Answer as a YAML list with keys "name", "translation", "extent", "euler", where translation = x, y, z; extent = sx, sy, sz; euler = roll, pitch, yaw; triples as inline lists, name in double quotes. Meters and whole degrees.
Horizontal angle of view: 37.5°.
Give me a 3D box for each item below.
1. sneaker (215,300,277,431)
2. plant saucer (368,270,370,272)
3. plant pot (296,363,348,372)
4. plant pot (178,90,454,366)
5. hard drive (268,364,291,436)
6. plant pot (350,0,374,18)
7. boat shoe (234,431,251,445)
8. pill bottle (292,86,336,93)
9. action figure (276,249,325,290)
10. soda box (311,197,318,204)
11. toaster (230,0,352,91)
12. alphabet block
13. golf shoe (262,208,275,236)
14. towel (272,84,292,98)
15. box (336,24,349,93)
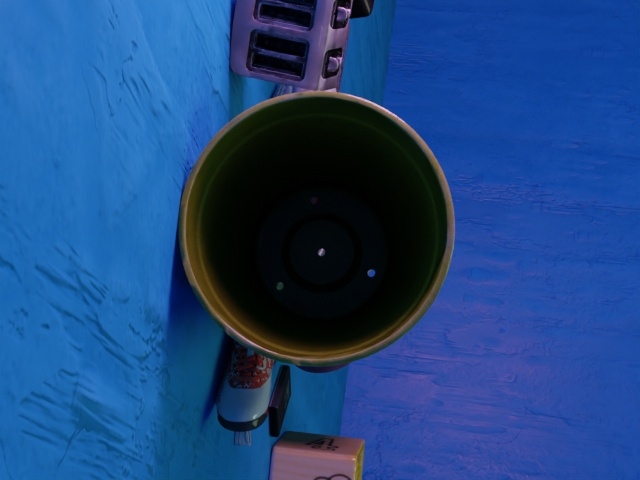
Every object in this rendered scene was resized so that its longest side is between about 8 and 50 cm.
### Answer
- name: "sneaker"
  translation: [-0.120, 0.186, 1.563]
  extent: [0.270, 0.090, 0.145]
  euler: [-75, 167, -64]
- name: "plant saucer"
  translation: [0.066, 0.000, 2.242]
  extent: [0.332, 0.084, 0.332]
  euler: [-43, 149, -34]
- name: "plant pot"
  translation: [-0.005, 0.154, 2.032]
  extent: [0.201, 0.201, 0.180]
  euler: [-77, 153, -44]
- name: "plant pot"
  translation: [0.000, 0.000, 1.415]
  extent: [0.353, 0.366, 0.367]
  euler: [73, 23, -84]
- name: "hard drive"
  translation: [-0.090, 0.358, 2.104]
  extent: [0.135, 0.022, 0.094]
  euler: [-73, 166, -54]
- name: "plant pot"
  translation: [-0.009, -0.495, 1.601]
  extent: [0.167, 0.188, 0.188]
  euler: [67, 28, -50]
- name: "boat shoe"
  translation: [-0.135, 0.329, 1.727]
  extent: [0.035, 0.035, 0.100]
  euler: [-17, 112, -81]
- name: "pill bottle"
  translation: [-0.001, -0.214, 1.926]
  extent: [0.124, 0.124, 0.222]
  euler: [62, 19, -75]
- name: "action figure"
  translation: [-0.065, 0.096, 1.863]
  extent: [0.063, 0.137, 0.232]
  euler: [50, 50, -46]
- name: "soda box"
  translation: [0.006, -0.149, 2.034]
  extent: [0.083, 0.092, 0.264]
  euler: [12, 94, -81]
- name: "toaster"
  translation: [-0.050, -0.330, 1.454]
  extent: [0.110, 0.185, 0.168]
  euler: [-51, 153, -71]
- name: "alphabet block"
  translation: [-0.009, 0.561, 2.191]
  extent: [0.193, 0.197, 0.193]
  euler: [-19, 114, -81]
- name: "golf shoe"
  translation: [-0.105, -0.091, 1.629]
  extent: [0.086, 0.069, 0.176]
  euler: [-128, -133, -77]
- name: "towel"
  translation: [-0.082, -0.137, 1.805]
  extent: [0.209, 0.034, 0.285]
  euler: [-78, 171, -52]
- name: "box"
  translation: [0.018, -0.439, 2.200]
  extent: [0.201, 0.057, 0.294]
  euler: [79, 18, -65]
